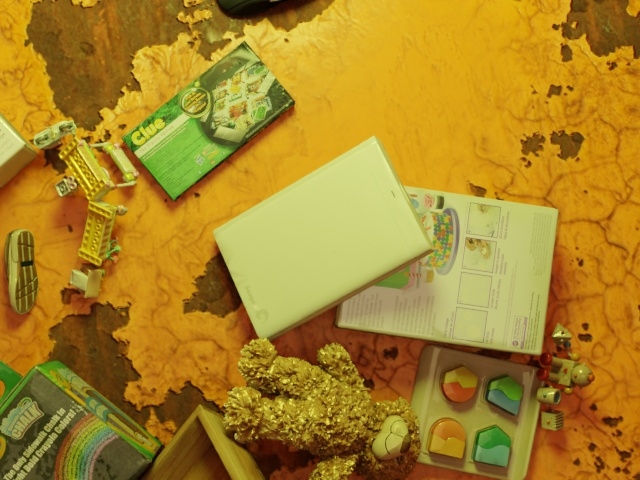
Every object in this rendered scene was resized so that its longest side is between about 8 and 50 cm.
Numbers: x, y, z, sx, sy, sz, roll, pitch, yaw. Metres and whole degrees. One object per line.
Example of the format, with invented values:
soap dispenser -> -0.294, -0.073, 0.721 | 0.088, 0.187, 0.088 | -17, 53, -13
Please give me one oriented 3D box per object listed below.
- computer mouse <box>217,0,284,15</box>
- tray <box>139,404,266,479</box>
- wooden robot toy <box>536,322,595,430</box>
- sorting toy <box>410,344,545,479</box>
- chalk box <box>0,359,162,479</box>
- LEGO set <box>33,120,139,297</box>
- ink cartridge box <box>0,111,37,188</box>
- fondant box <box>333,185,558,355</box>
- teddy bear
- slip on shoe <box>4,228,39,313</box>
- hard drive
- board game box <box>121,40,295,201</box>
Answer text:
computer mouse -> -0.057, -0.483, 1.794 | 0.262, 0.060, 0.184 | -13, 87, -5
tray -> -0.246, 0.466, 1.602 | 0.076, 0.203, 0.411 | 35, 97, -35
wooden robot toy -> 0.399, 0.222, 1.746 | 0.076, 0.079, 0.173 | 17, 83, -46
sorting toy -> 0.251, 0.283, 1.766 | 0.208, 0.038, 0.193 | 12, 85, -2
chalk box -> -0.413, 0.301, 1.656 | 0.289, 0.179, 0.180 | 40, 85, 1
LEGO set -> -0.353, -0.059, 1.744 | 0.132, 0.107, 0.287 | -15, 91, 30
ink cartridge box -> -0.617, -0.177, 1.709 | 0.198, 0.115, 0.273 | -43, 89, -5
fondant box -> 0.201, 0.046, 1.753 | 0.330, 0.096, 0.238 | 9, 85, -4
teddy bear -> 0.012, 0.270, 1.661 | 0.338, 0.113, 0.245 | 38, 43, -3
slip on shoe -> -0.485, 0.049, 1.739 | 0.041, 0.051, 0.135 | 0, 95, 36
hard drive -> 0.000, 0.000, 1.700 | 0.308, 0.040, 0.203 | -30, 73, 15
board game box -> -0.183, -0.196, 1.781 | 0.260, 0.030, 0.136 | -39, 91, -5
